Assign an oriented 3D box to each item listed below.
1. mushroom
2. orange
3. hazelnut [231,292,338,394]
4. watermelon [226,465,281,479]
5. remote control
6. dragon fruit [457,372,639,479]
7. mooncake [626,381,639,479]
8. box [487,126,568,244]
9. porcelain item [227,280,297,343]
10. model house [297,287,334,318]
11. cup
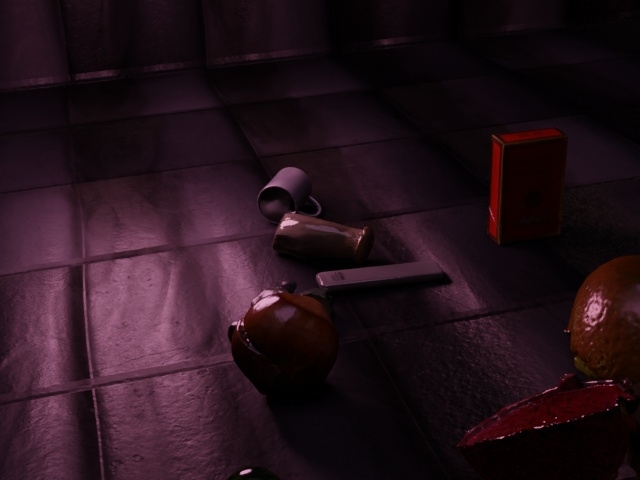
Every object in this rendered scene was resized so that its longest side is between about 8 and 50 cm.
[{"bbox_3d":[-0.007,-0.005,2.019,0.247,0.108,0.096,8,69,26],"label":"mushroom"},{"bbox_3d":[0.570,0.138,1.599,0.263,0.196,0.334,19,24,13],"label":"orange"},{"bbox_3d":[-0.059,0.176,1.588,0.182,0.182,0.182,-2,26,1],"label":"hazelnut"},{"bbox_3d":[-0.100,0.358,1.314,0.106,0.062,0.105,-8,31,5],"label":"watermelon"},{"bbox_3d":[0.122,0.077,1.915,0.261,0.029,0.067,-6,26,-11],"label":"remote control"},{"bbox_3d":[0.352,0.279,1.328,0.274,0.126,0.161,-24,7,30],"label":"dragon fruit"},{"bbox_3d":[0.545,0.287,1.330,0.228,0.124,0.228,-4,21,1],"label":"mooncake"},{"bbox_3d":[0.450,-0.118,2.032,0.153,0.239,0.074,-10,27,-15],"label":"box"},{"bbox_3d":[-0.100,0.134,1.769,0.081,0.069,0.215,-6,24,23],"label":"porcelain item"},{"bbox_3d":[-0.008,0.125,1.804,0.079,0.066,0.083,-7,6,16],"label":"model house"},{"bbox_3d":[-0.074,-0.094,2.232,0.099,0.136,0.133,-30,13,27],"label":"cup"}]
